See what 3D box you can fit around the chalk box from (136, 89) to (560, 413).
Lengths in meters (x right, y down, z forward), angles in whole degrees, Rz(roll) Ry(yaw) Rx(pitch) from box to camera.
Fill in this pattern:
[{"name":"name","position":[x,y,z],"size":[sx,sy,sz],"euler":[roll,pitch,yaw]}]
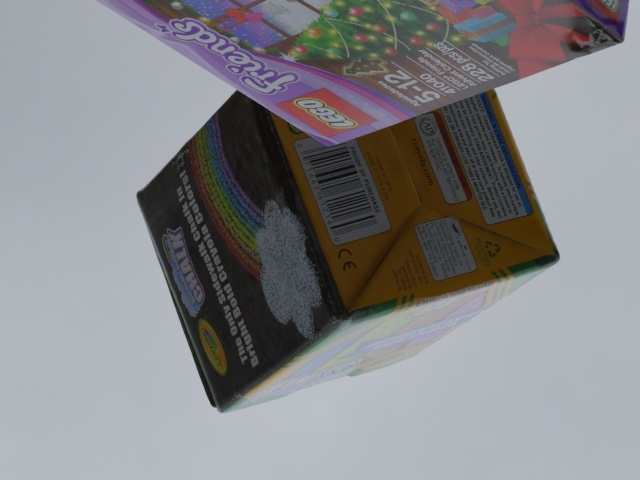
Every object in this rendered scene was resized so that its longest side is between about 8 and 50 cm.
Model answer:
[{"name":"chalk box","position":[0.000,0.000,1.371],"size":[0.179,0.180,0.289],"euler":[-15,168,-29]}]

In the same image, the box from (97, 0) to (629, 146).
[{"name":"box","position":[-0.026,-0.152,0.889],"size":[0.201,0.293,0.057],"euler":[-17,-127,45]}]
